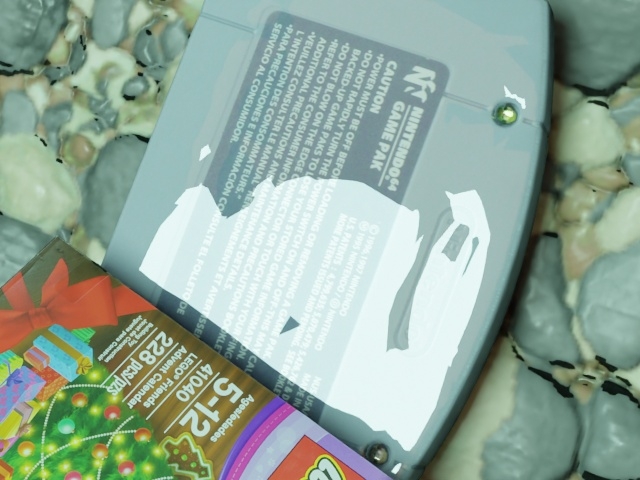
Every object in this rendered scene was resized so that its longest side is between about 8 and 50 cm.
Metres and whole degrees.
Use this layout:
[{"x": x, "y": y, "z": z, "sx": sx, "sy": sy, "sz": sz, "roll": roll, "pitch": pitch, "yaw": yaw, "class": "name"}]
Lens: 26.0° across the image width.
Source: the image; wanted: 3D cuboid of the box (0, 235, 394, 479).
[{"x": -0.131, "y": 0.156, "z": 0.570, "sx": 0.201, "sy": 0.057, "sz": 0.293, "roll": 34, "pitch": 59, "yaw": 13, "class": "box"}]

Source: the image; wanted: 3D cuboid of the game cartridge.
[{"x": 0.000, "y": 0.000, "z": 0.690, "sx": 0.196, "sy": 0.060, "sz": 0.294, "roll": 20, "pitch": 87, "yaw": 18, "class": "game cartridge"}]
